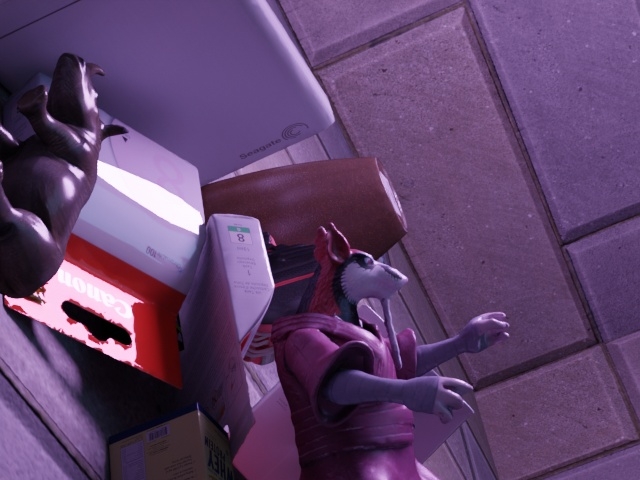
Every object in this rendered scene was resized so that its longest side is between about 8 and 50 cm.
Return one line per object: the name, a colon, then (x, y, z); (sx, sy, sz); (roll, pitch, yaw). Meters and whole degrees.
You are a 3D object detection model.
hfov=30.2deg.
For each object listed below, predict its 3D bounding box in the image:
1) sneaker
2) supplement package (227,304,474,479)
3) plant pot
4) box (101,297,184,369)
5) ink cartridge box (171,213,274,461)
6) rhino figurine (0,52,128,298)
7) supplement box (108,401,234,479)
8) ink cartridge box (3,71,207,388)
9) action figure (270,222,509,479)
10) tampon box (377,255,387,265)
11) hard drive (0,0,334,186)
sneaker: (-0.055, 0.074, 1.275); (0.314, 0.116, 0.136); (-154, -128, -72)
supplement package: (0.026, 0.189, 1.179); (0.149, 0.194, 0.203); (46, -6, 9)
plant pot: (-0.011, -0.017, 1.547); (0.215, 0.231, 0.215); (-23, 90, -81)
box: (-0.162, 0.060, 1.067); (0.062, 0.052, 0.083); (56, 14, -48)
ink cartridge box: (-0.084, 0.117, 1.066); (0.181, 0.056, 0.224); (117, -33, -42)
rhino figurine: (-0.207, -0.057, 0.884); (0.243, 0.073, 0.106); (-73, 145, -46)
supplement box: (-0.116, 0.188, 0.934); (0.056, 0.083, 0.083); (55, 16, -46)
ink cartridge box: (-0.175, -0.012, 0.995); (0.189, 0.066, 0.232); (33, 27, -39)
action figure: (0.027, 0.169, 1.001); (0.248, 0.276, 0.370); (18, 56, -66)
tampon box: (0.000, 0.000, 1.781); (0.101, 0.161, 0.120); (-102, 166, -47)
hard drive: (-0.149, -0.159, 1.095); (0.353, 0.233, 0.047); (51, 18, -60)
